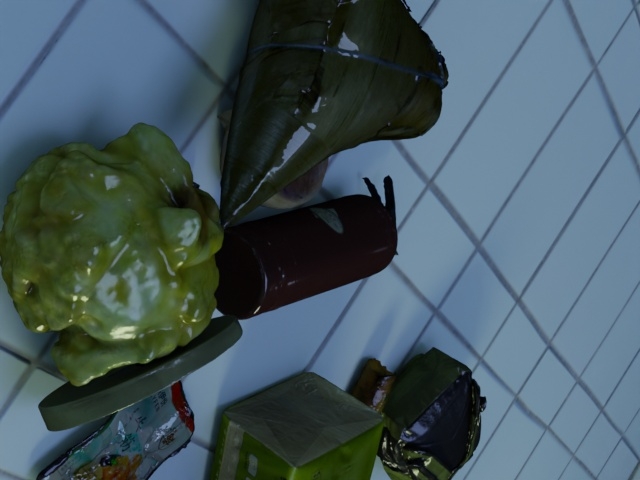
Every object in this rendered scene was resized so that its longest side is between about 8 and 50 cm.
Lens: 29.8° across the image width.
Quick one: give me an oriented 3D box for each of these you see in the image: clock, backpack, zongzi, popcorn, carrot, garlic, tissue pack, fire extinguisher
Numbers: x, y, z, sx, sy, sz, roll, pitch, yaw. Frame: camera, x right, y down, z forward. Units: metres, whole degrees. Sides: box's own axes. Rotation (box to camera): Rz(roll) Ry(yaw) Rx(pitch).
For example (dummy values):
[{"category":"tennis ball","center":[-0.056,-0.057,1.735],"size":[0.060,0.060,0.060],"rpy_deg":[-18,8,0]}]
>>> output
[{"category":"clock","center":[-0.194,0.142,1.312],"size":[0.235,0.235,0.029],"rpy_deg":[-28,98,-39]},{"category":"backpack","center":[0.185,0.319,2.008],"size":[0.207,0.140,0.253],"rpy_deg":[-42,138,-23]},{"category":"zongzi","center":[0.015,-0.127,1.365],"size":[0.323,0.159,0.361],"rpy_deg":[38,63,-52]},{"category":"popcorn","center":[-0.209,0.018,1.214],"size":[0.256,0.195,0.255],"rpy_deg":[41,74,-38]},{"category":"carrot","center":[0.052,0.311,1.893],"size":[0.070,0.070,0.260],"rpy_deg":[7,108,-55]},{"category":"garlic","center":[-0.040,-0.103,1.445],"size":[0.198,0.090,0.129],"rpy_deg":[-5,104,-48]},{"category":"tissue pack","center":[-0.046,0.360,1.705],"size":[0.200,0.167,0.275],"rpy_deg":[-18,127,-46]},{"category":"fire extinguisher","center":[0.000,0.000,1.552],"size":[0.337,0.114,0.136],"rpy_deg":[-15,91,-47]}]

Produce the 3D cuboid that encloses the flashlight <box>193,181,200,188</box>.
[{"category":"flashlight","center":[-0.164,-0.031,1.387],"size":[0.018,0.018,0.083],"rpy_deg":[14,103,-54]}]

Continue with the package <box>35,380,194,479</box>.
[{"category":"package","center":[-0.245,0.266,1.487],"size":[0.232,0.040,0.166],"rpy_deg":[-40,141,-30]}]
